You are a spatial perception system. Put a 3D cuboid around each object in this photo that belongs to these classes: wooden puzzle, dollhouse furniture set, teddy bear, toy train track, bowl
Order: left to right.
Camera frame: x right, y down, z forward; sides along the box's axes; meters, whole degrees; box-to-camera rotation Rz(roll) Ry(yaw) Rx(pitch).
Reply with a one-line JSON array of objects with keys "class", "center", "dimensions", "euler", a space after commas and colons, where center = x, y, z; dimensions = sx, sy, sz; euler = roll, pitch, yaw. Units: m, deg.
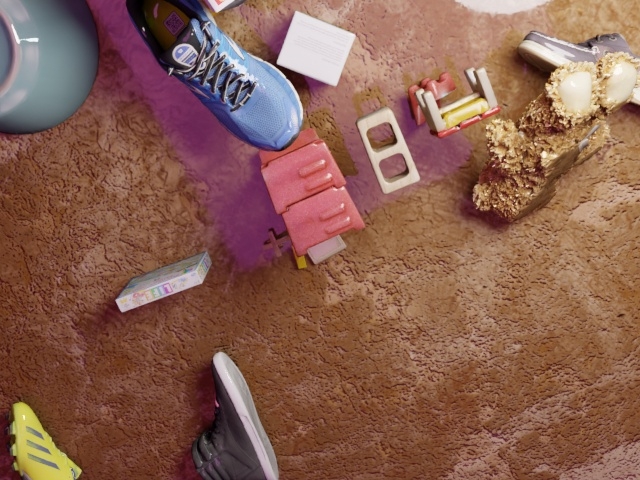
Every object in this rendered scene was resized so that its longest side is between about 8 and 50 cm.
[{"class": "bowl", "center": [-0.526, -0.308, 1.128], "dimensions": [0.311, 0.163, 0.312], "euler": [0, 107, 1]}, {"class": "toy train track", "center": [-0.065, -0.001, 1.283], "dimensions": [0.083, 0.014, 0.048], "euler": [-21, 90, 19]}, {"class": "wooden puzzle", "center": [0.000, 0.000, 1.290], "dimensions": [0.116, 0.014, 0.079], "euler": [-23, 110, 9]}, {"class": "dollhouse furniture set", "center": [0.092, -0.135, 1.155], "dimensions": [0.374, 0.201, 0.152], "euler": [-24, 105, 2]}, {"class": "teddy bear", "center": [0.352, -0.166, 1.116], "dimensions": [0.245, 0.338, 0.113], "euler": [-29, 68, -11]}]

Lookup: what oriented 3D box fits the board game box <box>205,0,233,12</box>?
[{"class": "board game box", "center": [-0.161, -0.403, 0.955], "dimensions": [0.053, 0.305, 0.193], "euler": [-33, 107, 10]}]

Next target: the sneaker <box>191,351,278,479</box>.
[{"class": "sneaker", "center": [-0.191, 0.357, 1.360], "dimensions": [0.147, 0.104, 0.296], "euler": [-17, 111, 2]}]

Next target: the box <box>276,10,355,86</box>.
[{"class": "box", "center": [-0.007, -0.306, 1.145], "dimensions": [0.101, 0.102, 0.087], "euler": [20, 105, -6]}]

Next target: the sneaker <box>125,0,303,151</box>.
[{"class": "sneaker", "center": [-0.166, -0.252, 1.061], "dimensions": [0.330, 0.147, 0.130], "euler": [43, 108, 3]}]

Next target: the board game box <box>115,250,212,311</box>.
[{"class": "board game box", "center": [-0.275, 0.072, 1.273], "dimensions": [0.154, 0.103, 0.026], "euler": [-20, 106, 8]}]

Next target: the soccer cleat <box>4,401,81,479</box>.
[{"class": "soccer cleat", "center": [-0.545, 0.445, 1.424], "dimensions": [0.121, 0.093, 0.289], "euler": [-15, 105, -25]}]

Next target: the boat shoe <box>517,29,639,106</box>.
[{"class": "boat shoe", "center": [0.453, -0.285, 1.144], "dimensions": [0.285, 0.103, 0.092], "euler": [19, 102, -8]}]

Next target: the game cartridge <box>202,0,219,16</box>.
[{"class": "game cartridge", "center": [-0.180, -0.510, 1.101], "dimensions": [0.323, 0.053, 0.285], "euler": [-28, 108, 13]}]
